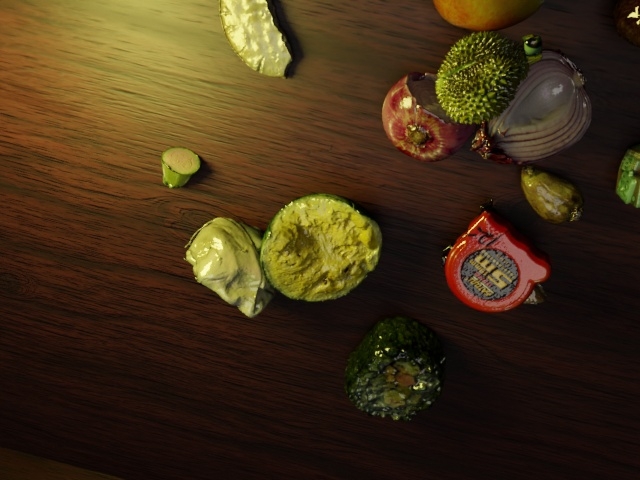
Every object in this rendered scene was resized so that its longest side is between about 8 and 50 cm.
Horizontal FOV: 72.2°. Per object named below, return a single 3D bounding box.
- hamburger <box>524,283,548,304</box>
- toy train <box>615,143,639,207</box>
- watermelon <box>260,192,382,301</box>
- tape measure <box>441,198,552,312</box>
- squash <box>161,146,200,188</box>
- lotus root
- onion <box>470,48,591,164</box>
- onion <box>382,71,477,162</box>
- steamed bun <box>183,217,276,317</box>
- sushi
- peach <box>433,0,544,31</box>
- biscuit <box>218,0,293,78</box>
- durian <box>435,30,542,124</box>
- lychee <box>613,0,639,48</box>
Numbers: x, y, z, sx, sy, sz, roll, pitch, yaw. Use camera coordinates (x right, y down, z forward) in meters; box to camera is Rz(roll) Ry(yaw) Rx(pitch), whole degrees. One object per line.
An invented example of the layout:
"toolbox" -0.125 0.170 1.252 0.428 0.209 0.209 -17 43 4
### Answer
"hamburger" 0.553 0.122 1.259 0.176 0.087 0.102 -2 104 24
"toy train" 0.866 -0.152 1.001 0.326 0.129 0.159 -2 116 12
"watermelon" 0.000 0.000 1.212 0.331 0.189 0.330 -4 133 -4
"tape measure" 0.457 0.062 1.177 0.253 0.114 0.260 43 121 10
"squash" -0.405 -0.182 1.236 0.105 0.105 0.132 29 135 -8
"lotus root" 0.566 -0.123 1.097 0.191 0.094 0.108 39 88 -3
"onion" 0.437 -0.274 0.973 0.283 0.120 0.227 -32 102 -2
"onion" 0.241 -0.272 1.011 0.207 0.200 0.200 9 125 -17
"steamed bun" -0.231 0.055 1.275 0.280 0.268 0.207 42 90 -23
"sushi" 0.253 0.436 1.449 0.294 0.178 0.352 24 124 -7
"peach" 0.318 -0.513 0.817 0.231 0.231 0.231 5 123 7
"biscuit" -0.162 -0.503 1.011 0.141 0.038 0.289 -13 119 18
"durian" 0.315 -0.320 0.860 0.159 0.146 0.198 38 86 25
"lychee" 0.666 -0.448 0.818 0.194 0.194 0.194 5 123 7
